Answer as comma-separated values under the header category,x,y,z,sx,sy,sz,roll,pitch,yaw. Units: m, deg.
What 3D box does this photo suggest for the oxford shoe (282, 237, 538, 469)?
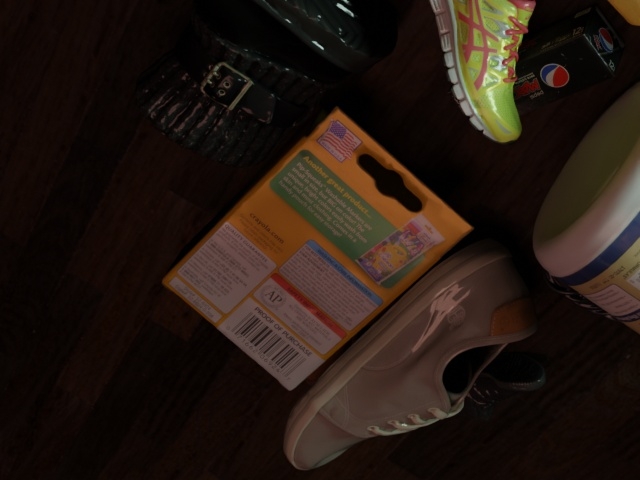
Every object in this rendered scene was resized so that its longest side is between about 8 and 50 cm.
category,x,y,z,sx,sy,sz,roll,pitch,yaw
oxford shoe,0.098,0.170,1.802,0.130,0.169,0.449,55,132,15

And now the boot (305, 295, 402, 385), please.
category,x,y,z,sx,sy,sz,roll,pitch,yaw
boot,-0.006,0.082,1.863,0.152,0.073,0.197,35,126,-11

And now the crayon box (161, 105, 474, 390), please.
category,x,y,z,sx,sy,sz,roll,pitch,yaw
crayon box,0.000,0.000,1.720,0.203,0.083,0.323,41,122,-9

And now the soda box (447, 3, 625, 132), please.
category,x,y,z,sx,sy,sz,roll,pitch,yaw
soda box,0.213,-0.168,1.514,0.169,0.053,0.060,-20,121,40

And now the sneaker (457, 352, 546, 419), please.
category,x,y,z,sx,sy,sz,roll,pitch,yaw
sneaker,0.203,0.182,1.874,0.170,0.051,0.089,3,133,31

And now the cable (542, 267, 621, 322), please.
category,x,y,z,sx,sy,sz,roll,pitch,yaw
cable,0.334,0.032,1.667,0.184,0.047,0.150,-6,134,28

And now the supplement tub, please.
category,x,y,z,sx,sy,sz,roll,pitch,yaw
supplement tub,0.390,0.010,1.473,0.316,0.228,0.228,34,138,-8

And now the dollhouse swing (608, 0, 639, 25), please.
category,x,y,z,sx,sy,sz,roll,pitch,yaw
dollhouse swing,0.231,-0.302,1.215,0.347,0.315,0.305,-35,91,44

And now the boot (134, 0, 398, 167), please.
category,x,y,z,sx,sy,sz,roll,pitch,yaw
boot,-0.121,-0.234,1.558,0.348,0.131,0.260,42,136,-17

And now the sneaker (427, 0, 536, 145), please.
category,x,y,z,sx,sy,sz,roll,pitch,yaw
sneaker,0.164,-0.194,1.454,0.094,0.081,0.208,-15,95,20
